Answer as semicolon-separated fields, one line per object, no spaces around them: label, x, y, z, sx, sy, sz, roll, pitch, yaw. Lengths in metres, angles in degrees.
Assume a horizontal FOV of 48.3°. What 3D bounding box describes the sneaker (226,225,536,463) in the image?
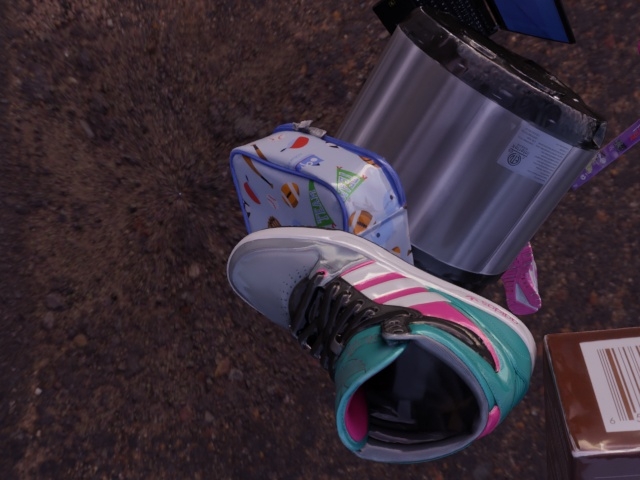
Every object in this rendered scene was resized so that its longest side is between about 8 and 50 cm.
sneaker;0.027;0.087;0.594;0.295;0.178;0.124;20;112;14

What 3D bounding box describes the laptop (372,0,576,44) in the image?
laptop;0.267;-0.372;1.234;0.264;0.234;0.137;-31;57;17

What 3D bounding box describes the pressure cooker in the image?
pressure cooker;0.191;-0.113;1.153;0.369;0.375;0.420;36;115;11

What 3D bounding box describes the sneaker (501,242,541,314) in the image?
sneaker;0.492;0.061;1.808;0.102;0.111;0.252;-9;118;17

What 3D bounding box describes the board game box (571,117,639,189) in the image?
board game box;0.803;-0.273;1.837;0.208;0.347;0.056;-28;78;-34

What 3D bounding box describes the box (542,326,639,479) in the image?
box;0.312;0.259;0.654;0.191;0.143;0.381;-7;125;11

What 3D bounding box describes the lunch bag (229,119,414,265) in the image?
lunch bag;0.000;0.000;0.903;0.115;0.243;0.303;-32;129;-31

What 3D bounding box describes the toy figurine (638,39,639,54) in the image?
toy figurine;0.439;-0.224;0.789;0.130;0.159;0.173;11;94;-50
